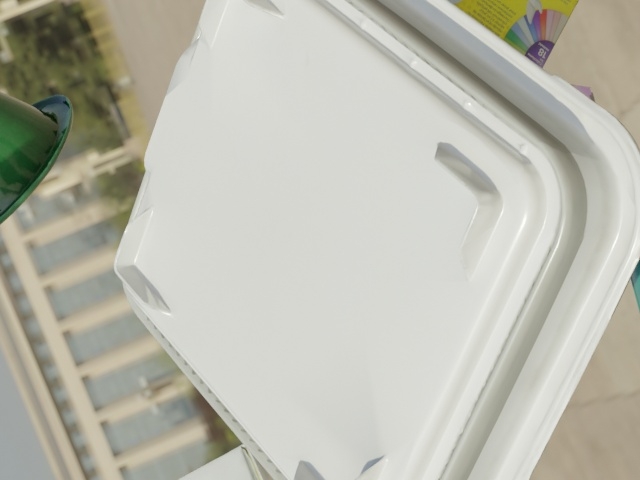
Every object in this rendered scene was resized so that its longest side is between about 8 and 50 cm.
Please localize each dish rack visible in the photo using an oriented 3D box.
[{"bbox_3d":[0.000,0.000,0.848,0.333,0.072,0.285,44,123,41],"label":"dish rack"}]

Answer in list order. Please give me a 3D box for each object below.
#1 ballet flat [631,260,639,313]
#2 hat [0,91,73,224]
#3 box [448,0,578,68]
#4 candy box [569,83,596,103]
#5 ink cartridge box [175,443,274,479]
[{"bbox_3d":[0.214,0.076,0.822,0.083,0.087,0.247,142,123,-80],"label":"ballet flat"},{"bbox_3d":[-0.317,-0.106,1.254,0.183,0.173,0.208,43,154,-28],"label":"hat"},{"bbox_3d":[0.102,-0.152,0.961,0.105,0.179,0.043,32,171,-26],"label":"box"},{"bbox_3d":[0.274,-0.065,1.847,0.165,0.070,0.196,-86,5,-58],"label":"candy box"},{"bbox_3d":[-0.060,0.237,0.998,0.093,0.154,0.212,63,-175,35],"label":"ink cartridge box"}]
